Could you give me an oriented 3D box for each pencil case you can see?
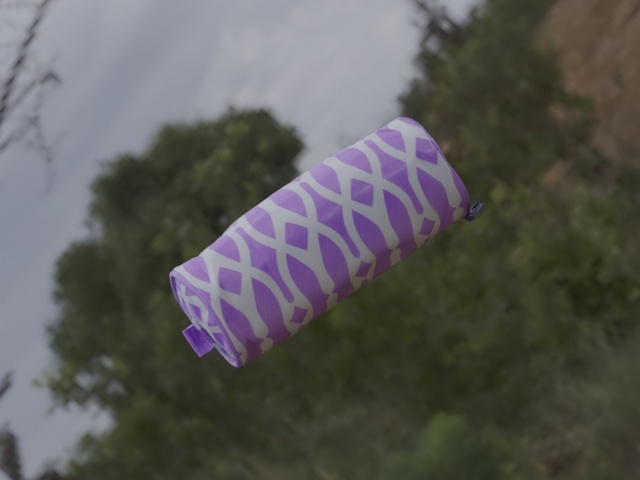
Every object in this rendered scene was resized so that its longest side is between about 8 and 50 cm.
[{"bbox_3d":[0.000,0.000,1.296,0.206,0.086,0.088,-32,-2,-14],"label":"pencil case"}]
